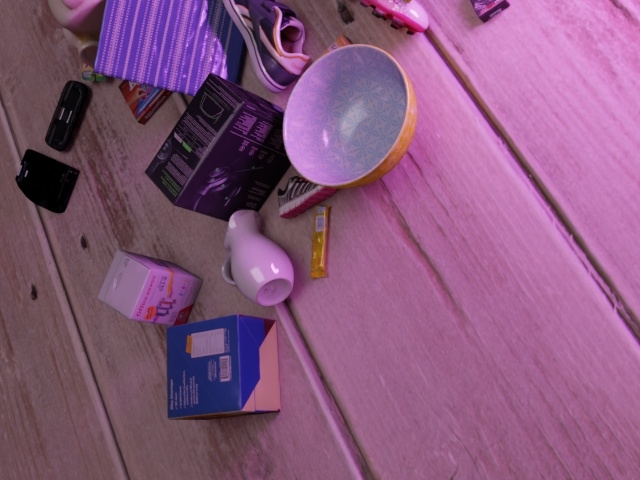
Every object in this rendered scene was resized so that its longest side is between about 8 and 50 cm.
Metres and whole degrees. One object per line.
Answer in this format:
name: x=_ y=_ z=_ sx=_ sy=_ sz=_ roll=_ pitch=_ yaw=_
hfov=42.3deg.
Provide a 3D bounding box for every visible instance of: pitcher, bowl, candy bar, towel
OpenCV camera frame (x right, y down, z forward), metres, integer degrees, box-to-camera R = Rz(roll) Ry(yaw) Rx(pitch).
pitcher: x=-0.148 y=0.062 z=1.789 sx=0.207 sy=0.126 sz=0.177 roll=56 pitch=132 yaw=41
bowl: x=0.084 y=-0.229 z=1.659 sx=0.290 sy=0.156 sz=0.289 roll=-9 pitch=74 yaw=33
candy bar: x=0.000 y=0.000 z=1.750 sx=0.040 sy=0.018 sz=0.161 roll=-3 pitch=77 yaw=30
towel: x=-0.340 y=-0.467 z=1.933 sx=0.040 sy=0.336 sz=0.243 roll=174 pitch=106 yaw=-72

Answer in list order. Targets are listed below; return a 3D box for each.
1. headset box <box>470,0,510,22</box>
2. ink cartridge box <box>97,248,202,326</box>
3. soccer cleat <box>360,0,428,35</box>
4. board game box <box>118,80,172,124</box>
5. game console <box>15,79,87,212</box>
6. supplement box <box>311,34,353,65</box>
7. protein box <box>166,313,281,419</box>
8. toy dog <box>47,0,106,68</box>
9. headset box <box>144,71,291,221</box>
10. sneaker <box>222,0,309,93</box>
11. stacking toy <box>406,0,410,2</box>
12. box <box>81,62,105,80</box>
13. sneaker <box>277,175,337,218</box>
headset box: x=0.329 y=-0.474 z=1.624 sx=0.062 sy=0.032 sz=0.083 roll=-32 pitch=64 yaw=26
ink cartridge box: x=-0.389 y=0.112 z=1.895 sx=0.127 sy=0.176 sz=0.128 roll=25 pitch=94 yaw=36
soccer cleat: x=0.121 y=-0.553 z=1.733 sx=0.331 sy=0.116 sz=0.143 roll=42 pitch=104 yaw=34
board game box: x=-0.402 y=-0.445 z=2.124 sx=0.281 sy=0.027 sz=0.145 roll=-44 pitch=57 yaw=19
game console: x=-0.725 y=-0.268 z=2.298 sx=0.213 sy=0.044 sz=0.361 roll=23 pitch=93 yaw=34
supplement box: x=0.035 y=-0.391 z=1.804 sx=0.098 sy=0.036 sz=0.062 roll=-42 pitch=60 yaw=20
protein box: x=-0.208 y=0.273 z=1.758 sx=0.201 sy=0.136 sz=0.199 roll=-13 pitch=72 yaw=32
toy dog: x=-0.593 y=-0.677 z=2.061 sx=0.285 sy=0.395 sz=0.407 roll=-35 pitch=69 yaw=28
headset box: x=-0.202 y=-0.180 z=1.792 sx=0.131 sy=0.246 sz=0.283 roll=44 pitch=106 yaw=33
sneaker: x=-0.118 y=-0.499 z=1.883 sx=0.127 sy=0.126 sz=0.321 roll=-33 pitch=73 yaw=29
stacking toy: x=0.144 y=-0.585 z=1.675 sx=0.221 sy=0.052 sz=0.167 roll=32 pitch=61 yaw=15
box: x=-0.591 y=-0.518 z=2.262 sx=0.105 sy=0.043 sz=0.179 roll=9 pitch=82 yaw=35
sneaker: x=-0.030 y=-0.114 z=1.769 sx=0.170 sy=0.063 sz=0.074 roll=-31 pitch=70 yaw=31
